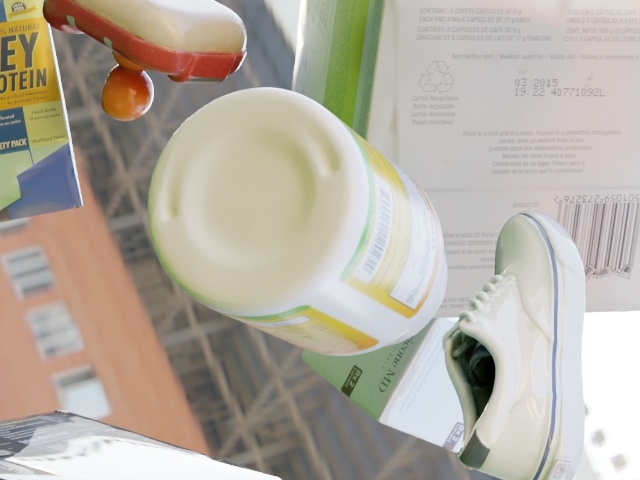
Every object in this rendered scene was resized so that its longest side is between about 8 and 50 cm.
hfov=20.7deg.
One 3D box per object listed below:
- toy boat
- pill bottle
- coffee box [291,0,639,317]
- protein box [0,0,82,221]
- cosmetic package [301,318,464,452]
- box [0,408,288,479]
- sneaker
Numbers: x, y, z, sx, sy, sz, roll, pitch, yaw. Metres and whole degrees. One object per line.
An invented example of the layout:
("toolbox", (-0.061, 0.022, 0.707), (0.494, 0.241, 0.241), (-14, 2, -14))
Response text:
("toy boat", (-0.195, -0.198, 1.835), (0.231, 0.151, 0.151), (32, -67, 36))
("pill bottle", (0.000, 0.000, 1.123), (0.136, 0.136, 0.245), (66, 13, 20))
("coffee box", (0.165, -0.144, 1.797), (0.334, 0.337, 0.338), (-116, -151, -62))
("protein box", (-0.363, -0.153, 2.023), (0.200, 0.136, 0.201), (98, -21, -69))
("cosmetic package", (0.107, 0.140, 2.163), (0.183, 0.151, 0.151), (35, -82, 51))
("box", (-0.152, 0.199, 1.268), (0.307, 0.242, 0.076), (3, 101, -75))
("sneaker", (0.140, 0.068, 1.302), (0.258, 0.091, 0.094), (-88, -161, -47))
